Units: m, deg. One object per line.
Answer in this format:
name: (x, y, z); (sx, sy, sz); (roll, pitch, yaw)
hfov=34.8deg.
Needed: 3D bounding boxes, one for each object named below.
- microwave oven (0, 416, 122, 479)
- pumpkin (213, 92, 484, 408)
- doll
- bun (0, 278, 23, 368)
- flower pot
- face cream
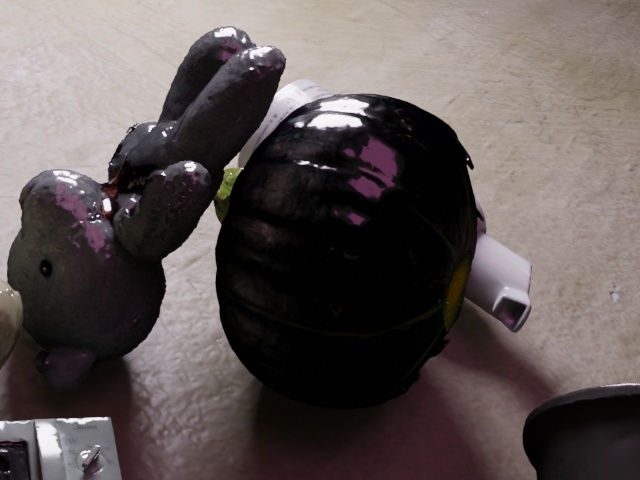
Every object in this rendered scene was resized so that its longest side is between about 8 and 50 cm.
microwave oven: (-0.237, 0.208, 0.652); (0.208, 0.162, 0.122); (2, 40, -24)
pumpkin: (0.000, 0.000, 0.939); (0.296, 0.295, 0.296); (14, 37, -10)
doll: (-0.171, -0.051, 0.896); (0.158, 0.340, 0.246); (25, 14, -28)
bun: (-0.356, 0.080, 0.735); (0.287, 0.146, 0.287); (6, 2, 0)
flower pot: (0.281, 0.248, 0.827); (0.269, 0.269, 0.166); (22, 59, 1)
face cream: (0.089, -0.027, 1.139); (0.370, 0.145, 0.145); (37, 39, 18)
